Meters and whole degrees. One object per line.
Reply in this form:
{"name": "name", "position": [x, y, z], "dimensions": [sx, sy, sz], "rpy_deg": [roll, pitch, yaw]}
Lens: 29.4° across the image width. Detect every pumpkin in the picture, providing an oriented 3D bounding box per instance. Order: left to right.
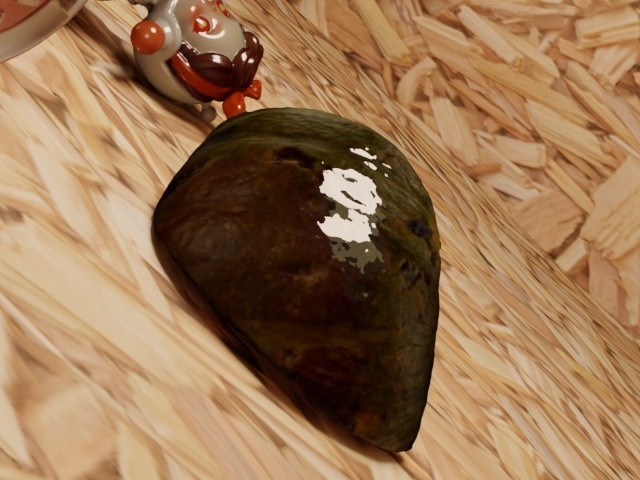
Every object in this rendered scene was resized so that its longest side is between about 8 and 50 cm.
{"name": "pumpkin", "position": [0.000, 0.000, 0.933], "dimensions": [0.312, 0.169, 0.148], "rpy_deg": [46, 12, 15]}

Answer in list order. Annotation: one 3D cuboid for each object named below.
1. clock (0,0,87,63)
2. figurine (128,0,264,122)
{"name": "clock", "position": [-0.246, -0.229, 0.833], "dimensions": [0.142, 0.227, 0.241], "rpy_deg": [48, 20, 23]}
{"name": "figurine", "position": [-0.147, -0.218, 1.260], "dimensions": [0.226, 0.160, 0.183], "rpy_deg": [49, 15, -7]}
